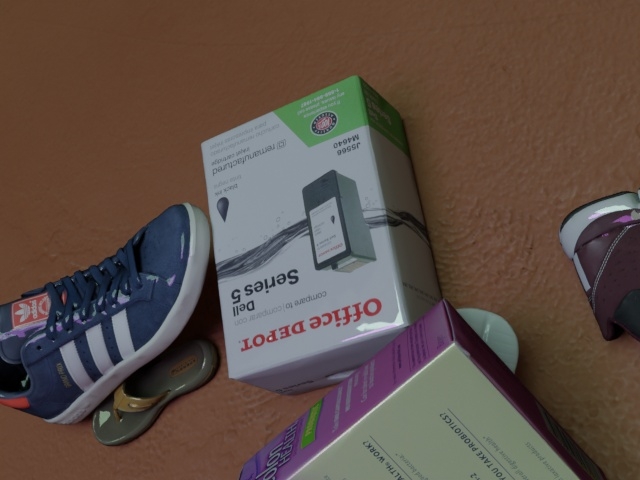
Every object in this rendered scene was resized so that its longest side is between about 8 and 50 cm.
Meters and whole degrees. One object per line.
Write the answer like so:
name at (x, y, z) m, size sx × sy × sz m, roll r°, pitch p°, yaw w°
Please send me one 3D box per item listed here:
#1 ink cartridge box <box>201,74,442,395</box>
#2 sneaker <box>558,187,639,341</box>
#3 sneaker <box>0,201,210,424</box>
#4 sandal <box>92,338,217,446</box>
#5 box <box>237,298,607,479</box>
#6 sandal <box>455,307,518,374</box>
ink cartridge box at (0.000, 0.000, 0.913) m, size 0.198 × 0.115 × 0.272 m, roll -20°, pitch 65°, yaw 23°
sneaker at (0.350, 0.016, 0.731) m, size 0.281 × 0.106 × 0.162 m, roll -23°, pitch 69°, yaw 33°
sneaker at (-0.260, 0.079, 0.960) m, size 0.350 × 0.148 × 0.131 m, roll -47°, pitch 40°, yaw 25°
sandal at (-0.197, 0.167, 1.008) m, size 0.180 × 0.049 × 0.072 m, roll -35°, pitch 60°, yaw 15°
box at (0.085, 0.214, 0.734) m, size 0.243 × 0.117 × 0.213 m, roll -42°, pitch 97°, yaw 11°
sandal at (0.093, 0.174, 0.824) m, size 0.102 × 0.076 × 0.265 m, roll 21°, pitch 104°, yaw -1°
